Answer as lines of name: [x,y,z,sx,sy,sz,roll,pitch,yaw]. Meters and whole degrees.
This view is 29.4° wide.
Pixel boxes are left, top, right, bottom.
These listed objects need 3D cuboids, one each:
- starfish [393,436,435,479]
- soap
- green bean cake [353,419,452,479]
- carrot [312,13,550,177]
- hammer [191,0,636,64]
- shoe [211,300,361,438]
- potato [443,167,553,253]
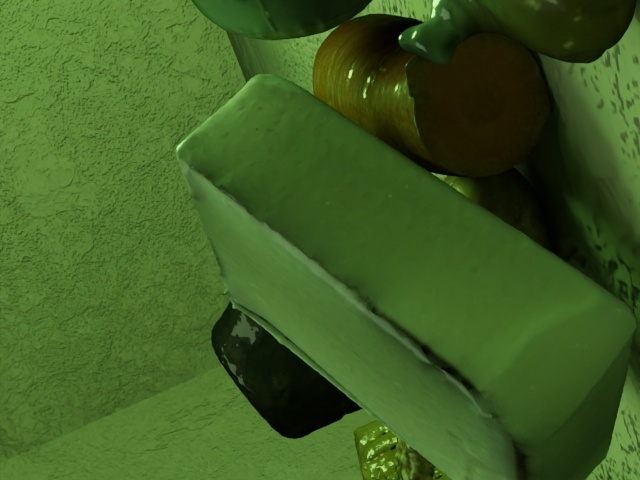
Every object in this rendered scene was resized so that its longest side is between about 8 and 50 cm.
starfish: [0.132,0.262,1.122,0.384,0.132,0.398,56,-166,-80]
soap: [0.030,0.026,0.487,0.183,0.064,0.121,37,159,27]
green bean cake: [0.134,0.346,1.547,0.224,0.131,0.230,-116,4,-62]
carrot: [0.038,-0.068,0.549,0.225,0.067,0.067,-131,18,-76]
hammer: [0.009,-0.129,0.419,0.305,0.113,0.202,51,169,49]
shoe: [-0.040,0.095,1.664,0.171,0.237,0.384,-118,5,-60]
potato: [0.078,0.003,0.541,0.083,0.062,0.068,37,-132,-40]
